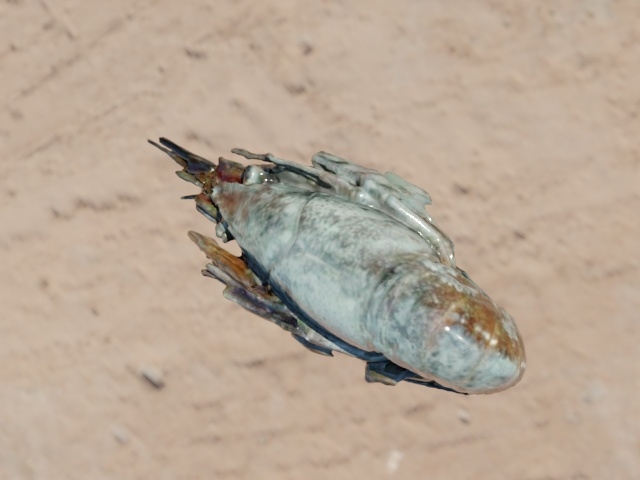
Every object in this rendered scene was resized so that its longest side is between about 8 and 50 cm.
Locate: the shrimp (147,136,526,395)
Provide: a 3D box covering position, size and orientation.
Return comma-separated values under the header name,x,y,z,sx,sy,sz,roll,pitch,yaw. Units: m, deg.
name,x,y,z,sx,sy,sz,roll,pitch,yaw
shrimp,0.000,0.000,0.796,0.233,0.079,0.090,34,92,30
